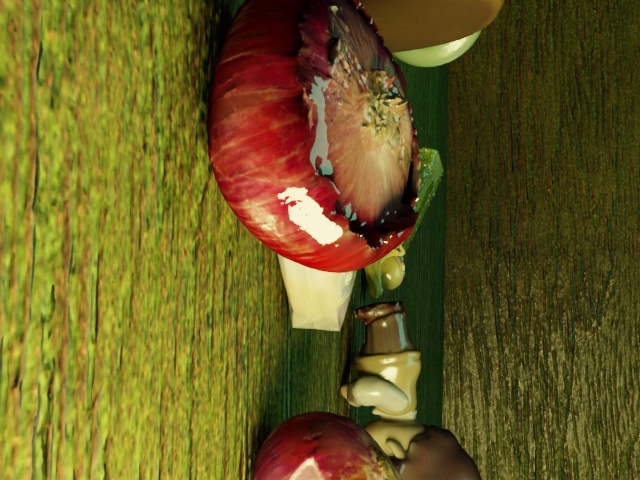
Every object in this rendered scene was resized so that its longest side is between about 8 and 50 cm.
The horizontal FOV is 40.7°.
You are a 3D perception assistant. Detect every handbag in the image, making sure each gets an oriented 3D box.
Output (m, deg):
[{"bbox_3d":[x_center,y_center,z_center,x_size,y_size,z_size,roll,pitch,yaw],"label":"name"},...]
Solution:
[{"bbox_3d":[0.000,0.000,0.895,0.117,0.095,0.173,-81,168,-45],"label":"handbag"}]

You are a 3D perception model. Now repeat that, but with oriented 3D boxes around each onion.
[{"bbox_3d":[-0.007,-0.093,0.713,0.248,0.161,0.248,-10,90,-80],"label":"onion"},{"bbox_3d":[0.007,0.249,0.820,0.177,0.153,0.177,-8,90,-69],"label":"onion"}]

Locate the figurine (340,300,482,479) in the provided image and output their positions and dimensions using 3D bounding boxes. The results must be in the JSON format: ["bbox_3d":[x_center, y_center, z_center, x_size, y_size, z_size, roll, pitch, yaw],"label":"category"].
[{"bbox_3d":[0.093,0.279,1.239,0.218,0.206,0.365,126,-58,-74],"label":"figurine"}]

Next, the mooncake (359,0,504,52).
[{"bbox_3d":[0.077,-0.292,0.955,0.235,0.235,0.117,33,56,-75],"label":"mooncake"}]

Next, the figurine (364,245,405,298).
[{"bbox_3d":[0.105,0.001,1.420,0.083,0.083,0.187,-9,106,-77],"label":"figurine"}]

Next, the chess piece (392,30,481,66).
[{"bbox_3d":[0.140,-0.371,1.336,0.299,0.194,0.194,-23,113,-67],"label":"chess piece"}]

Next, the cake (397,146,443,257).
[{"bbox_3d":[0.179,-0.063,1.669,0.100,0.099,0.235,58,35,-64],"label":"cake"}]
